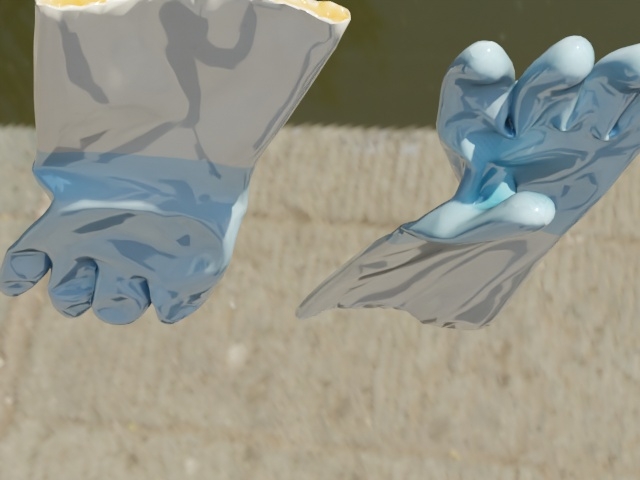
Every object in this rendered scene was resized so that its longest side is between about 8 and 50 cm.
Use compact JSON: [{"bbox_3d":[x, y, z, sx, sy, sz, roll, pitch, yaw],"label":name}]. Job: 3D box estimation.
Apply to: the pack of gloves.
[{"bbox_3d":[0.000,0.000,0.590,0.195,0.232,0.046,0,67,-13],"label":"pack of gloves"}]
